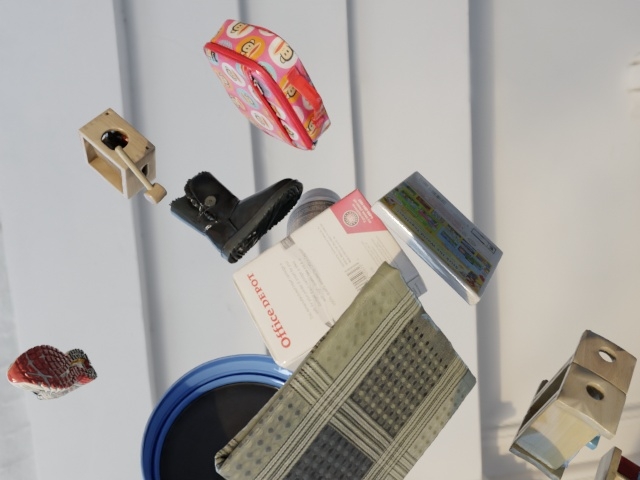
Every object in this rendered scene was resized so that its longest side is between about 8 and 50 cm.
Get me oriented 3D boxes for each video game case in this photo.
[{"bbox_3d":[0.210,-0.014,0.989,0.026,0.227,0.206,-49,174,34],"label":"video game case"}]

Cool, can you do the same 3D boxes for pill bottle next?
[{"bbox_3d":[0.000,0.000,1.434,0.177,0.176,0.318,-3,-145,1],"label":"pill bottle"}]

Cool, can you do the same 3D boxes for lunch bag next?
[{"bbox_3d":[-0.095,-0.327,1.238,0.258,0.120,0.293,32,168,34],"label":"lunch bag"}]

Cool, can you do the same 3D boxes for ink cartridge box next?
[{"bbox_3d":[0.015,0.076,1.026,0.283,0.207,0.117,-34,154,4],"label":"ink cartridge box"}]

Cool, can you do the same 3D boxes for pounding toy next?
[{"bbox_3d":[-0.373,-0.164,1.141,0.094,0.206,0.181,-47,175,-28],"label":"pounding toy"}]

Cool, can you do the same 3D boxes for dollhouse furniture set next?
[{"bbox_3d":[0.349,0.226,0.662,0.184,0.129,0.129,32,-133,17],"label":"dollhouse furniture set"}]

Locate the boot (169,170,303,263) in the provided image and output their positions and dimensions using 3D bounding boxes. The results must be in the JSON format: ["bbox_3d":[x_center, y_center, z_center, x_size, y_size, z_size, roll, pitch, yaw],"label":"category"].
[{"bbox_3d":[-0.189,-0.096,1.259,0.207,0.246,0.094,41,170,19],"label":"boot"}]

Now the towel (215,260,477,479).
[{"bbox_3d":[0.054,0.227,0.751,0.324,0.312,0.056,-48,-143,-12],"label":"towel"}]

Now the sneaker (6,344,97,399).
[{"bbox_3d":[-0.479,0.245,1.000,0.093,0.088,0.225,-33,165,-6],"label":"sneaker"}]

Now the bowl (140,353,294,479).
[{"bbox_3d":[-0.137,0.400,1.080,0.392,0.077,0.391,6,-134,-6],"label":"bowl"}]
